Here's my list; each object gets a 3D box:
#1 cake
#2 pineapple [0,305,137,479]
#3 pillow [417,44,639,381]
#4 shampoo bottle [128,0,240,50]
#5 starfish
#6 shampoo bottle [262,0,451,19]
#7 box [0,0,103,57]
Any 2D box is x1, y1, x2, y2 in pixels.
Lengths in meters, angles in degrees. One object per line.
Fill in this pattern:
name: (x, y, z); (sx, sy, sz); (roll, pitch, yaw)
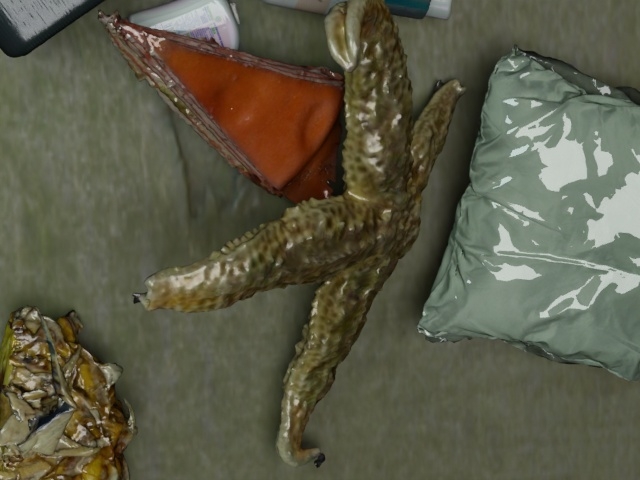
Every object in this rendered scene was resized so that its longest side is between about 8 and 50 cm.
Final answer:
cake: (-0.078, -0.141, 1.351); (0.287, 0.098, 0.135); (34, 98, -38)
pineapple: (-0.245, 0.217, 1.392); (0.161, 0.158, 0.334); (15, 98, -14)
pillow: (0.255, -0.021, 1.452); (0.283, 0.138, 0.310); (8, 103, -12)
shampoo bottle: (-0.121, -0.194, 1.388); (0.099, 0.043, 0.072); (-24, 113, -6)
starfish: (0.000, 0.000, 1.367); (0.324, 0.082, 0.432); (25, 96, -56)
shampoo bottle: (0.035, -0.241, 1.393); (0.192, 0.074, 0.074); (9, 100, -13)
box: (-0.221, -0.251, 1.306); (0.201, 0.144, 0.090); (-36, 110, -3)
